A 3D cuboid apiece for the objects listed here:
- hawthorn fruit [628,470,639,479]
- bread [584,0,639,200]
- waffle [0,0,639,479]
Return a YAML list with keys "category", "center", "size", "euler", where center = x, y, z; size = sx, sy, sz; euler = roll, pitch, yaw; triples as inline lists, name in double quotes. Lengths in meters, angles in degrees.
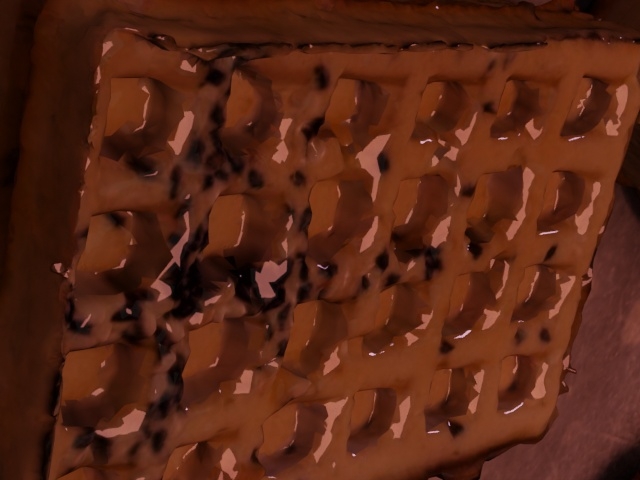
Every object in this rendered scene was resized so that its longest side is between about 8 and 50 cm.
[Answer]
- category: "hawthorn fruit"
  center: [0.333, 0.208, 1.109]
  size: [0.285, 0.165, 0.165]
  euler: [-53, 140, -7]
- category: "bread"
  center: [0.338, -0.131, 0.885]
  size: [0.333, 0.143, 0.323]
  euler: [-48, 133, -1]
- category: "waffle"
  center: [0.000, 0.000, 0.666]
  size: [0.376, 0.114, 0.261]
  euler: [-4, 117, -44]
